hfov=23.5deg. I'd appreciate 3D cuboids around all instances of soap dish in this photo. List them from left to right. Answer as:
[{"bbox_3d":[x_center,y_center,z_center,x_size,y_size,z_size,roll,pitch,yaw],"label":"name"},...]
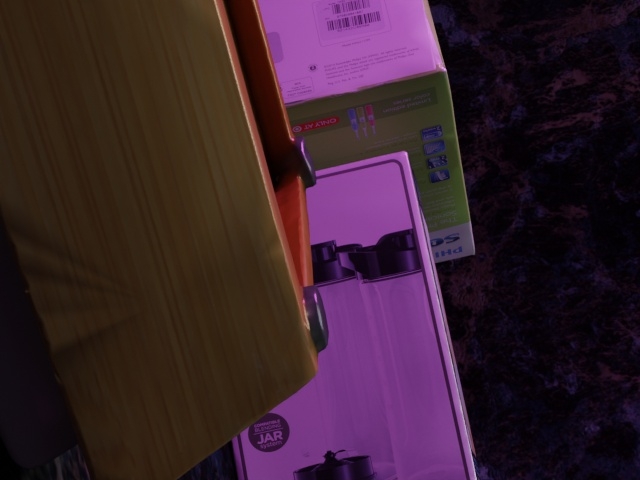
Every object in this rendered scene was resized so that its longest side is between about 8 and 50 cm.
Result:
[{"bbox_3d":[-0.082,-0.084,0.562,0.229,0.118,0.290,-94,170,-68],"label":"soap dish"}]

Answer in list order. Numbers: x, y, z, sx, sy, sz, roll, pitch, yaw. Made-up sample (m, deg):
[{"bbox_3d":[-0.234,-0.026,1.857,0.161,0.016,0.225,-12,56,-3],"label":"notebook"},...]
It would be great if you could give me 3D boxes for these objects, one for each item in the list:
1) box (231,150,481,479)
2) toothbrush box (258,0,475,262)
[{"bbox_3d":[0.014,0.097,1.106,0.087,0.169,0.290,60,20,-72],"label":"box"},{"bbox_3d":[0.007,-0.081,1.272,0.283,0.206,0.122,71,7,-57],"label":"toothbrush box"}]
